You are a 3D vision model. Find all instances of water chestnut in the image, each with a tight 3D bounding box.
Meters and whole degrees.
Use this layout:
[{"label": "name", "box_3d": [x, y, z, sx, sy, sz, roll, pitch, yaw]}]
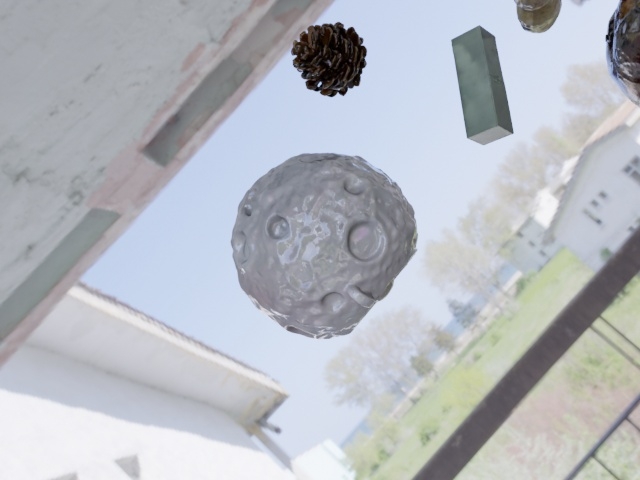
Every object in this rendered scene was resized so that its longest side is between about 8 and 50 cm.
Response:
[{"label": "water chestnut", "box_3d": [0.624, -0.352, 1.245, 0.289, 0.245, 0.288, 9, -90, -78]}]

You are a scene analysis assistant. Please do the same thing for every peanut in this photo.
[{"label": "peanut", "box_3d": [0.429, -0.479, 1.450, 0.228, 0.086, 0.104, 18, -88, -68]}]

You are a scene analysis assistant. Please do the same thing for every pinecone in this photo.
[{"label": "pinecone", "box_3d": [0.016, -0.388, 1.555, 0.173, 0.173, 0.173, -45, -12, -12]}]

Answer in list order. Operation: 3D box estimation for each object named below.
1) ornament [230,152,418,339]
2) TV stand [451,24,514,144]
[{"label": "ornament", "box_3d": [0.000, 0.000, 1.299, 0.337, 0.337, 0.337, -45, -12, -12]}, {"label": "TV stand", "box_3d": [0.391, -0.375, 1.769, 0.088, 0.269, 0.083, -19, -21, 40]}]
